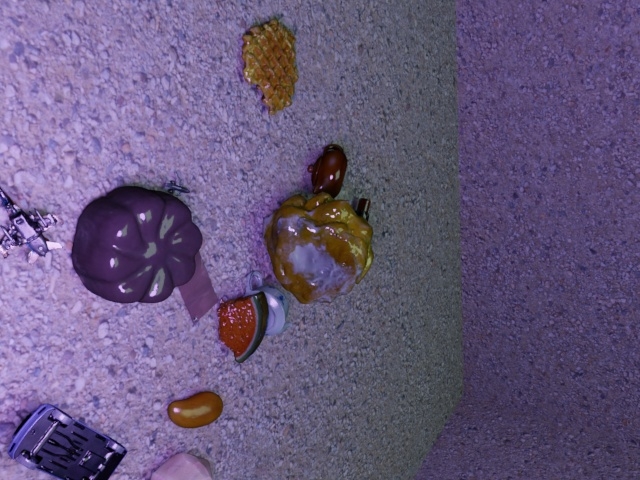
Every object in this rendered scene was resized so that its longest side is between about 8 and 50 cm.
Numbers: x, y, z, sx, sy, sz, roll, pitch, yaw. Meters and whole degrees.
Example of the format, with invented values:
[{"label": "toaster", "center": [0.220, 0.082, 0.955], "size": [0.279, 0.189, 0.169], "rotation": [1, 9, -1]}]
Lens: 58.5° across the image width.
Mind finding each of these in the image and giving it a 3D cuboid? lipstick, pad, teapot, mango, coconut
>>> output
[{"label": "lipstick", "center": [0.143, -0.023, 2.290], "size": [0.081, 0.081, 0.300], "rotation": [21, 82, -57]}, {"label": "pad", "center": [-0.358, 0.136, 1.641], "size": [0.113, 0.006, 0.188], "rotation": [-45, 132, -40]}, {"label": "teapot", "center": [0.024, -0.253, 2.016], "size": [0.178, 0.135, 0.252], "rotation": [113, -9, -53]}, {"label": "mango", "center": [-0.362, 0.497, 1.667], "size": [0.184, 0.084, 0.102], "rotation": [5, 94, -52]}, {"label": "teapot", "center": [-0.171, 0.207, 1.830], "size": [0.159, 0.159, 0.232], "rotation": [-40, 104, -44]}, {"label": "coconut", "center": [-0.386, 0.692, 1.618], "size": [0.182, 0.170, 0.171], "rotation": [-27, 121, -48]}]

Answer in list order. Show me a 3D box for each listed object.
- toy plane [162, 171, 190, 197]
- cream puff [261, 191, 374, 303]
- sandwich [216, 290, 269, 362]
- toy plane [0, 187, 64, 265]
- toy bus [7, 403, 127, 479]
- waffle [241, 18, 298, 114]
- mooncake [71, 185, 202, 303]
[{"label": "toy plane", "center": [-0.379, -0.139, 1.505], "size": [0.083, 0.031, 0.079], "rotation": [17, 85, -57]}, {"label": "cream puff", "center": [0.000, 0.000, 1.845], "size": [0.275, 0.377, 0.379], "rotation": [-61, 148, -60]}, {"label": "sandwich", "center": [-0.230, 0.259, 1.740], "size": [0.079, 0.159, 0.235], "rotation": [-42, 136, -66]}, {"label": "toy plane", "center": [-0.609, -0.040, 1.157], "size": [0.135, 0.062, 0.188], "rotation": [-32, 127, -16]}, {"label": "toy bus", "center": [-0.576, 0.459, 1.285], "size": [0.126, 0.133, 0.292], "rotation": [-56, 143, -23]}, {"label": "waffle", "center": [-0.149, -0.523, 1.728], "size": [0.291, 0.051, 0.291], "rotation": [-25, 120, -52]}, {"label": "mooncake", "center": [-0.428, 0.015, 1.371], "size": [0.306, 0.154, 0.306], "rotation": [-24, 120, -49]}]
